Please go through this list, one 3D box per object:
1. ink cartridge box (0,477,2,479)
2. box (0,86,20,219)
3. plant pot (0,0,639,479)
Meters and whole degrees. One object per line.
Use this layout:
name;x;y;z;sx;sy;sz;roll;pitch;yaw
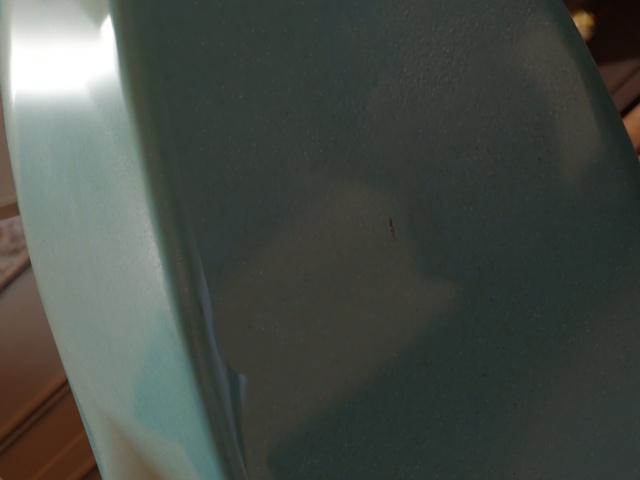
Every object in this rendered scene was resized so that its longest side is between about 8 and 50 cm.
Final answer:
ink cartridge box;-0.194;0.151;0.460;0.061;0.181;0.104;49;-172;-32
box;-0.192;-0.069;0.885;0.113;0.275;0.094;-18;90;53
plant pot;0.000;0.000;0.425;0.166;0.165;0.234;28;141;56
